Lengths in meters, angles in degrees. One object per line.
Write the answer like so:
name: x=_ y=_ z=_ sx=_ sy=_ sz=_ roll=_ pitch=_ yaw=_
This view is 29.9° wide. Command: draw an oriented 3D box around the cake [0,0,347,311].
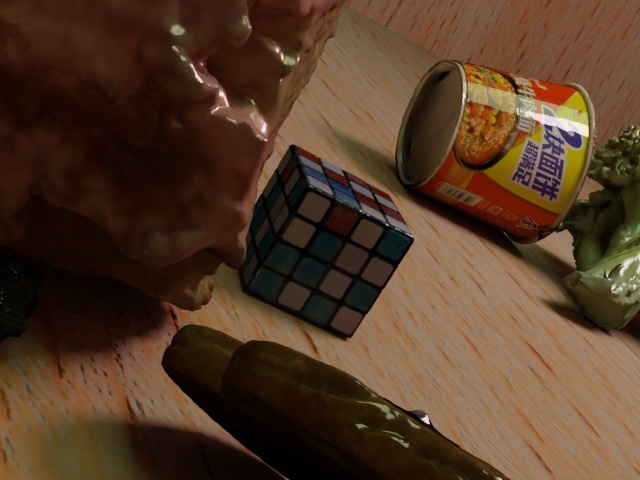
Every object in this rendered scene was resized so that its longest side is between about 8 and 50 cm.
cake: x=-0.130 y=-0.156 z=0.672 sx=0.314 sy=0.307 sz=0.293 roll=29 pitch=9 yaw=-3

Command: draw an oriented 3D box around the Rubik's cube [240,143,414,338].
Rubik's cube: x=0.000 y=0.000 z=0.882 sx=0.092 sy=0.092 sz=0.092 roll=26 pitch=17 yaw=-19

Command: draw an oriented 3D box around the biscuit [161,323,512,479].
biscuit: x=0.045 y=0.110 z=0.525 sx=0.290 sy=0.041 sz=0.208 roll=25 pitch=-19 yaw=36

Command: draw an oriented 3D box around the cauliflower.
cauliflower: x=0.406 y=0.021 z=1.421 sx=0.260 sy=0.281 sz=0.327 roll=48 pitch=-20 yaw=-28

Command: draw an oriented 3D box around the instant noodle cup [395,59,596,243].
instant noodle cup: x=0.203 y=-0.117 z=1.456 sx=0.174 sy=0.213 sz=0.213 roll=16 pitch=20 yaw=-20

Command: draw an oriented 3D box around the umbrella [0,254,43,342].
umbrella: x=-0.162 y=0.040 z=0.553 sx=0.037 sy=0.040 sz=0.144 roll=64 pitch=11 yaw=-10
